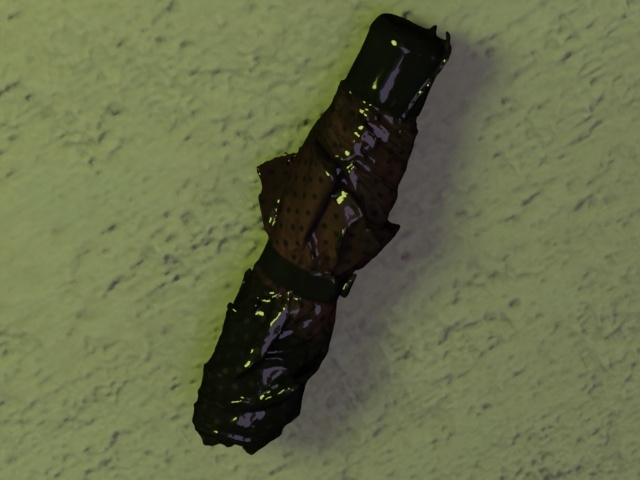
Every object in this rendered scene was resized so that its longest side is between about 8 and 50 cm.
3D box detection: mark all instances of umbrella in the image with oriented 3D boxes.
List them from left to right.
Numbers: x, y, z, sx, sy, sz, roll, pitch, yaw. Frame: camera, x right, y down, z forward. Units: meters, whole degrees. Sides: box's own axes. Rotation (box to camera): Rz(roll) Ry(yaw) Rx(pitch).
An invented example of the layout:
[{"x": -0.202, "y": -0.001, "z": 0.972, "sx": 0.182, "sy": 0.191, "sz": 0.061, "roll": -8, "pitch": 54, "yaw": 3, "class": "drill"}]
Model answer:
[{"x": 0.000, "y": 0.000, "z": 1.137, "sx": 0.090, "sy": 0.094, "sz": 0.326, "roll": 13, "pitch": 113, "yaw": -31, "class": "umbrella"}]
